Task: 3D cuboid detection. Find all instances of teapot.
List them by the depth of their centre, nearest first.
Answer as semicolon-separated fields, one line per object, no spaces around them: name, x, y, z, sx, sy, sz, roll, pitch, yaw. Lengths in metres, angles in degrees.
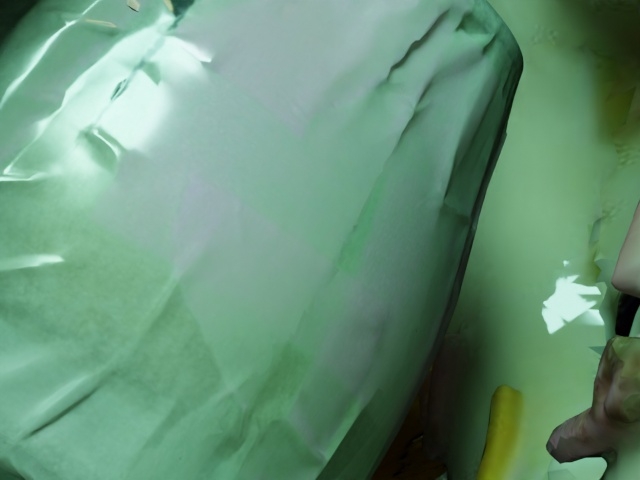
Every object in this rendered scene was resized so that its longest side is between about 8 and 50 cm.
teapot;-0.055;-0.032;0.397;0.221;0.178;0.163;36;-6;-30

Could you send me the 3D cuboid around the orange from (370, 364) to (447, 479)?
orange;0.000;0.000;0.706;0.246;0.246;0.246;34;-6;4

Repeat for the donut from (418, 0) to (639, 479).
donut;0.119;-0.003;0.445;0.142;0.382;0.382;5;-3;-5
